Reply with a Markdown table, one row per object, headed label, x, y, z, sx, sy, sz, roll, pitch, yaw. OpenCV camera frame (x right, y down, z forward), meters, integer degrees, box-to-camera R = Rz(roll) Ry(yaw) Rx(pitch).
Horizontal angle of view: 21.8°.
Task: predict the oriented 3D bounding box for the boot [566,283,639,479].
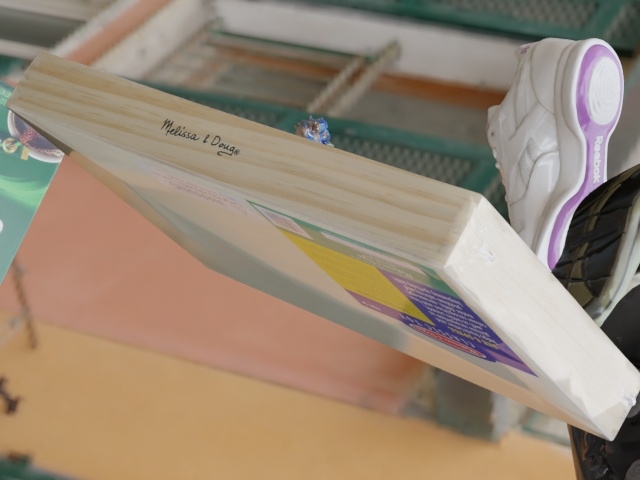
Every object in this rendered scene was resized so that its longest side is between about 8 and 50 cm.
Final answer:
| label | x | y | z | sx | sy | sz | roll | pitch | yaw |
| --- | --- | --- | --- | --- | --- | --- | --- | --- | --- |
| boot | 0.316 | 0.204 | 1.150 | 0.146 | 0.367 | 0.445 | 24 | 48 | -24 |

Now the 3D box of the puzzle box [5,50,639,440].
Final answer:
| label | x | y | z | sx | sy | sz | roll | pitch | yaw |
| --- | --- | --- | --- | --- | --- | --- | --- | --- | --- |
| puzzle box | 0.000 | 0.000 | 1.142 | 0.052 | 0.409 | 0.272 | -60 | 140 | -11 |

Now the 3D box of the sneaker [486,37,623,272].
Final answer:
| label | x | y | z | sx | sy | sz | roll | pitch | yaw |
| --- | --- | --- | --- | --- | --- | --- | --- | --- | --- |
| sneaker | 0.255 | -0.080 | 1.881 | 0.114 | 0.152 | 0.305 | 3 | 99 | -43 |

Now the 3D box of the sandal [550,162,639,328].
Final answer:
| label | x | y | z | sx | sy | sz | roll | pitch | yaw |
| --- | --- | --- | --- | --- | --- | --- | --- | --- | --- |
| sandal | 0.308 | 0.007 | 1.672 | 0.086 | 0.120 | 0.303 | 48 | 50 | -15 |

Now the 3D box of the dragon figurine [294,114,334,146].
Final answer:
| label | x | y | z | sx | sy | sz | roll | pitch | yaw |
| --- | --- | --- | --- | --- | --- | --- | --- | --- | --- |
| dragon figurine | -0.080 | -0.065 | 1.861 | 0.144 | 0.289 | 0.085 | -15 | 85 | -27 |

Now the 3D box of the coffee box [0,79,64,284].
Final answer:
| label | x | y | z | sx | sy | sz | roll | pitch | yaw |
| --- | --- | --- | --- | --- | --- | --- | --- | --- | --- |
| coffee box | -0.283 | -0.039 | 1.337 | 0.184 | 0.113 | 0.040 | -64 | -162 | -7 |
